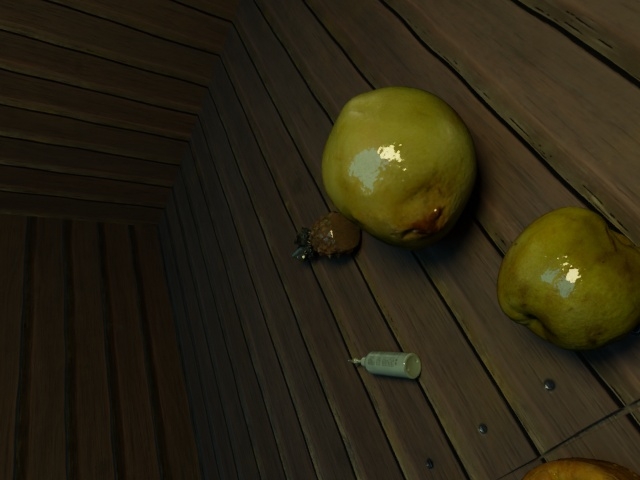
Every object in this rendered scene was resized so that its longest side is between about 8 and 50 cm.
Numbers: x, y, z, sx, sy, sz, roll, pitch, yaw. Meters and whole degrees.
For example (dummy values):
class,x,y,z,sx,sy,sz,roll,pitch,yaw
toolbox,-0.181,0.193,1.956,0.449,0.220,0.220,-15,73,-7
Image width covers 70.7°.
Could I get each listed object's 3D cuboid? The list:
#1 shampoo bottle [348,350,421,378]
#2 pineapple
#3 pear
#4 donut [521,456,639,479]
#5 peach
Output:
class,x,y,z,sx,sy,sz,roll,pitch,yaw
shampoo bottle,0.143,0.283,1.043,0.195,0.056,0.056,-15,74,55
pineapple,0.001,0.001,1.232,0.248,0.128,0.128,-20,69,57
pear,0.359,0.058,0.643,0.200,0.200,0.199,-10,78,54
donut,0.383,0.420,0.629,0.227,0.114,0.226,-9,79,54
peach,0.153,-0.142,0.872,0.281,0.314,0.315,-45,9,25
